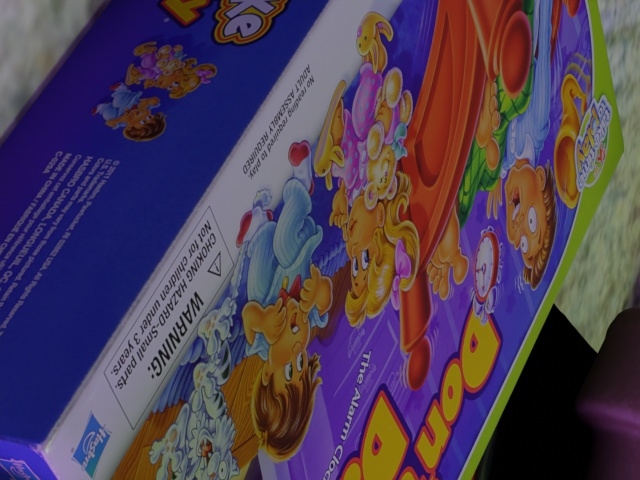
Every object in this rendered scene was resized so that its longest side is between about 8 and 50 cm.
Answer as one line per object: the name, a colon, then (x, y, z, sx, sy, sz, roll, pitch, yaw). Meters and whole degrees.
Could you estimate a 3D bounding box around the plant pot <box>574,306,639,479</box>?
plant pot: (0.209, 0.188, 0.844, 0.229, 0.263, 0.263, -63, 150, -8)

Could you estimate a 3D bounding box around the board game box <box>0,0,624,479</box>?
board game box: (0.000, 0.000, 0.640, 0.347, 0.078, 0.233, -60, 146, -33)

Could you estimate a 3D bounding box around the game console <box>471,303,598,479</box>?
game console: (0.107, 0.227, 0.953, 0.386, 0.060, 0.342, 43, 55, -59)
